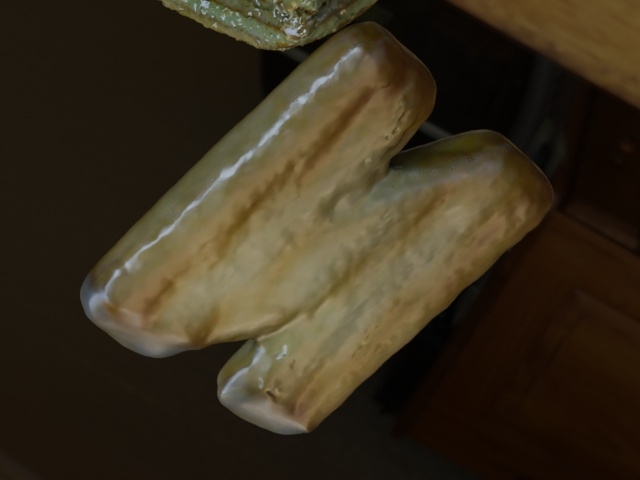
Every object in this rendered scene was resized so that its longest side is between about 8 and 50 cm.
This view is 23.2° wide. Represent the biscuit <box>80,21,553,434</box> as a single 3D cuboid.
[{"bbox_3d":[0.000,0.000,1.098,0.290,0.237,0.062,-44,38,15],"label":"biscuit"}]

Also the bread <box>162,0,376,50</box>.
[{"bbox_3d":[-0.040,-0.230,1.247,0.138,0.196,0.102,-42,-34,-34],"label":"bread"}]
